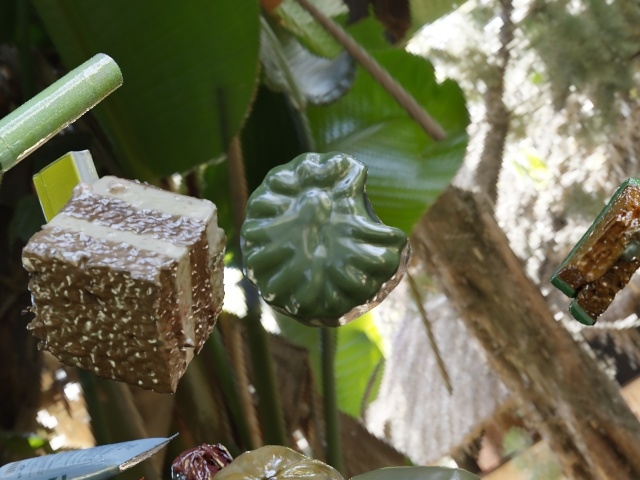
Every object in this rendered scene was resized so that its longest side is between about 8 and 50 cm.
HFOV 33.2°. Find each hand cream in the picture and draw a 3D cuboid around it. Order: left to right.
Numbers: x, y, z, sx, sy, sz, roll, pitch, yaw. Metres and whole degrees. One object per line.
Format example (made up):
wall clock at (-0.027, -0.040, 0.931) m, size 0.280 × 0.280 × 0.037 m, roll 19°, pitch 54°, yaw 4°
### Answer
hand cream at (-0.287, 0.266, 1.230) m, size 0.271 × 0.058 × 0.091 m, roll -20°, pitch -4°, yaw 30°

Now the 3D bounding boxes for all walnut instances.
walnut at (-0.065, 0.548, 1.936) m, size 0.306 × 0.306 × 0.344 m, roll -30°, pitch -52°, yaw -12°

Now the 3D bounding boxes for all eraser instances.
eraser at (-0.557, -0.078, 2.426) m, size 0.158 × 0.226 × 0.069 m, roll -25°, pitch -8°, yaw 39°

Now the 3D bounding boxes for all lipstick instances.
lipstick at (-0.465, -0.217, 1.834) m, size 0.304 × 0.076 × 0.076 m, roll -45°, pitch -3°, yaw -36°

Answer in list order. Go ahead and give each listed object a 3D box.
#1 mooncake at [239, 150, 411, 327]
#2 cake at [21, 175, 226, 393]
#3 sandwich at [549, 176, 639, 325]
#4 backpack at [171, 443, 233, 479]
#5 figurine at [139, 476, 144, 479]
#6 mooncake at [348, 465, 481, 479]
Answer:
mooncake at (0.000, 0.000, 2.155) m, size 0.351 × 0.351 × 0.187 m, roll -34°, pitch -15°, yaw 5°
cake at (-0.310, 0.064, 1.794) m, size 0.290 × 0.282 × 0.256 m, roll -57°, pitch -23°, yaw -49°
sandwich at (0.500, 0.013, 1.830) m, size 0.292 × 0.109 × 0.212 m, roll -58°, pitch -13°, yaw 23°
backpack at (-0.229, 0.554, 2.348) m, size 0.139 × 0.229 × 0.229 m, roll -34°, pitch -11°, yaw -7°
figurine at (-0.348, 0.609, 2.039) m, size 0.160 × 0.226 × 0.183 m, roll -47°, pitch -5°, yaw 38°
mooncake at (0.155, 0.500, 1.468) m, size 0.200 × 0.379 × 0.378 m, roll -18°, pitch -4°, yaw 28°
